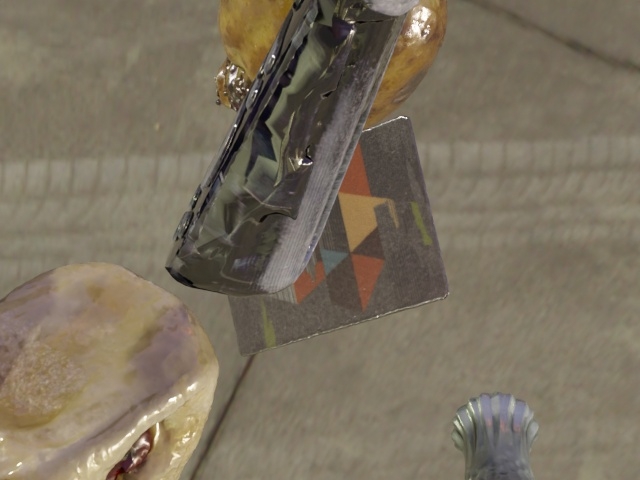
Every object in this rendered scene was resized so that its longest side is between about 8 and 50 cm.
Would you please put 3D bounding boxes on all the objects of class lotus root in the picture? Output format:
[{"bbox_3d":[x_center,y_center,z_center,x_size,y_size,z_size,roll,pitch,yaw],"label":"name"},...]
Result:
[{"bbox_3d":[0.013,-0.172,1.254,0.141,0.314,0.169,-38,91,-26],"label":"lotus root"}]

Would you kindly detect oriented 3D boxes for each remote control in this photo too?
[{"bbox_3d":[0.004,-0.071,0.710,0.066,0.266,0.090,22,41,-9],"label":"remote control"}]

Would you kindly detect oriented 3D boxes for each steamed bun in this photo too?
[{"bbox_3d":[-0.144,0.120,0.965,0.172,0.155,0.141,-35,51,-25],"label":"steamed bun"}]

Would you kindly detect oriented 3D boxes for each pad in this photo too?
[{"bbox_3d":[0.000,0.000,1.246,0.003,0.211,0.143,-1,76,-51],"label":"pad"}]

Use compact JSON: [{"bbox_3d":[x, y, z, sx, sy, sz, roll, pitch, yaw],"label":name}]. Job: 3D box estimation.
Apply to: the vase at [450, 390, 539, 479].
[{"bbox_3d":[0.121,0.163,1.114,0.081,0.081,0.148,14,27,-4],"label":"vase"}]
